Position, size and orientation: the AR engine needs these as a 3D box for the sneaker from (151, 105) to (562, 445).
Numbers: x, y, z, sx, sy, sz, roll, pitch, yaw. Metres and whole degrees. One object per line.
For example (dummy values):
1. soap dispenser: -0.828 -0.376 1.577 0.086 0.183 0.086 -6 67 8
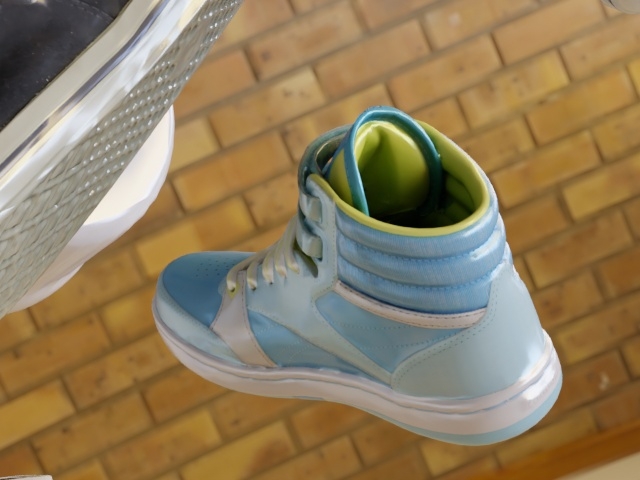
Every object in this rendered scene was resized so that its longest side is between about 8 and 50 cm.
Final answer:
1. sneaker: 0.000 0.000 1.062 0.319 0.208 0.127 9 -141 35

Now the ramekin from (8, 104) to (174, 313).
1. ramekin: -0.239 -0.094 1.194 0.135 0.277 0.277 -25 -173 44

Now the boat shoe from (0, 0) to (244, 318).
1. boat shoe: -0.169 -0.107 0.930 0.500 0.156 0.187 -58 180 -29

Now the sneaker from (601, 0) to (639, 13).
1. sneaker: 0.238 -0.169 0.736 0.258 0.091 0.094 -33 150 23

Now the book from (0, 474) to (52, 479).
1. book: -0.188 0.169 0.843 0.096 0.035 0.144 -7 148 -20
